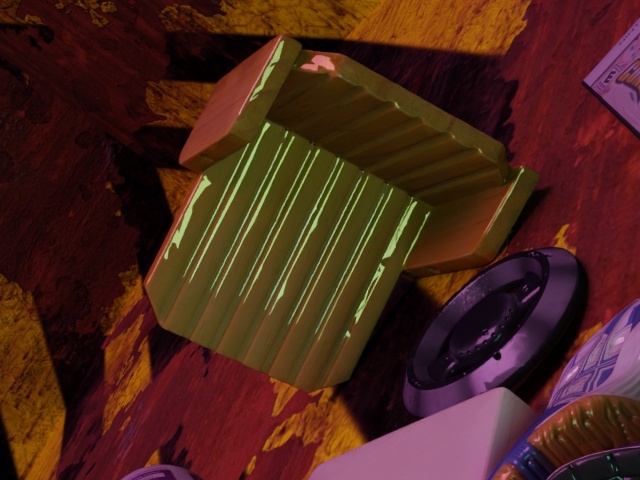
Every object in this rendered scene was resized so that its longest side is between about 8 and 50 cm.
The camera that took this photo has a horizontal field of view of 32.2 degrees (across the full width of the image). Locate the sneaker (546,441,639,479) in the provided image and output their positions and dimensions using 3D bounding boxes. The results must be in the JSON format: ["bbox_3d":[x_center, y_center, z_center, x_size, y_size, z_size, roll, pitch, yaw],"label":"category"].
[{"bbox_3d":[0.263,0.127,0.597,0.283,0.107,0.124,-11,-7,24],"label":"sneaker"}]

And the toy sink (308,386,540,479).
[{"bbox_3d":[0.092,0.244,0.878,0.234,0.131,0.153,-33,25,41],"label":"toy sink"}]

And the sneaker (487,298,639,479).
[{"bbox_3d":[0.208,0.136,0.791,0.296,0.112,0.131,-38,2,-21],"label":"sneaker"}]

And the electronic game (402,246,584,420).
[{"bbox_3d":[0.172,0.093,1.124,0.229,0.048,0.229,-42,15,14],"label":"electronic game"}]

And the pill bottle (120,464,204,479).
[{"bbox_3d":[-0.164,0.372,1.286,0.169,0.169,0.301,-56,15,-9],"label":"pill bottle"}]

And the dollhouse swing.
[{"bbox_3d":[0.000,0.000,1.303,0.315,0.347,0.305,-16,50,66],"label":"dollhouse swing"}]

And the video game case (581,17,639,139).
[{"bbox_3d":[0.399,-0.217,1.154,0.248,0.035,0.275,-49,16,16],"label":"video game case"}]
